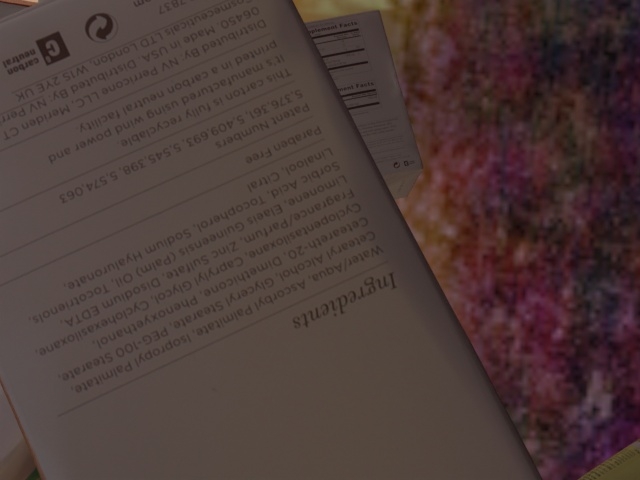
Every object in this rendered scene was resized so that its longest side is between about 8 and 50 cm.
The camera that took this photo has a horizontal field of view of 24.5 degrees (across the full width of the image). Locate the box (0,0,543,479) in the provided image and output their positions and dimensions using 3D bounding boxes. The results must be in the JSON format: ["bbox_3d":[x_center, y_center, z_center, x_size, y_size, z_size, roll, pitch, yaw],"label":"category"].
[{"bbox_3d":[-0.030,0.079,0.637,0.345,0.168,0.215,63,171,14],"label":"box"}]

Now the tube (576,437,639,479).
[{"bbox_3d":[0.230,0.230,1.257,0.062,0.240,0.070,43,156,56],"label":"tube"}]

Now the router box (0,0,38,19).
[{"bbox_3d":[-0.468,-0.155,1.901,0.082,0.301,0.335,-81,0,-78],"label":"router box"}]

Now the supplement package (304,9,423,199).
[{"bbox_3d":[0.041,-0.180,2.081,0.139,0.134,0.244,112,145,-72],"label":"supplement package"}]

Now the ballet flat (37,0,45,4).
[{"bbox_3d":[-0.170,-0.136,1.012,0.072,0.068,0.213,52,124,48],"label":"ballet flat"}]

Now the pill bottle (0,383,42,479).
[{"bbox_3d":[-0.165,0.076,0.985,0.361,0.204,0.204,15,-103,-66],"label":"pill bottle"}]
